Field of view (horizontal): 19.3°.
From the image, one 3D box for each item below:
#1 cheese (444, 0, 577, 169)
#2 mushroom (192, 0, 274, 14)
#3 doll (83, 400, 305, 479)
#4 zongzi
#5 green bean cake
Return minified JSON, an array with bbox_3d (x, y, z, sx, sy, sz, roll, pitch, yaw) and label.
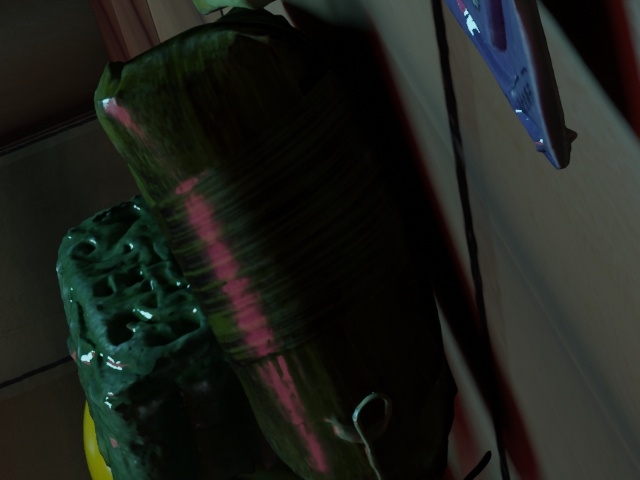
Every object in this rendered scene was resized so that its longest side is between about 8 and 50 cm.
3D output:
[{"bbox_3d":[0.033,-0.105,0.446,0.191,0.042,0.105,71,175,-49],"label":"cheese"},{"bbox_3d":[-0.087,-0.248,0.822,0.312,0.081,0.100,64,174,-9],"label":"mushroom"},{"bbox_3d":[-0.032,0.131,1.140,0.236,0.213,0.213,44,156,59],"label":"doll"},{"bbox_3d":[0.000,0.000,0.916,0.247,0.111,0.241,65,-168,-9],"label":"zongzi"},{"bbox_3d":[-0.050,0.038,1.011,0.173,0.181,0.094,-117,9,-54],"label":"green bean cake"}]
